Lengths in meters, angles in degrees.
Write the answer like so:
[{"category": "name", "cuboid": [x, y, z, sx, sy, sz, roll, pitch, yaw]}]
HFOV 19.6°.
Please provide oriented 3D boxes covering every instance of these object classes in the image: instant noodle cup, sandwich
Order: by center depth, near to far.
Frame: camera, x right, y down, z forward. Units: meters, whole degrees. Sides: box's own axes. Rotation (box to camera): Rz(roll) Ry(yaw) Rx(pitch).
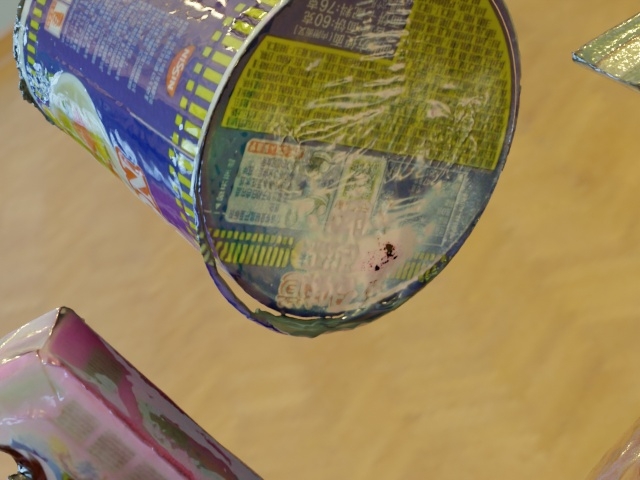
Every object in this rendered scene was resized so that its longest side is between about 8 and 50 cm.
[{"category": "instant noodle cup", "cuboid": [-0.061, -0.118, 1.338, 0.284, 0.284, 0.312, -43, 43, -17]}, {"category": "sandwich", "cuboid": [0.280, -0.125, 1.552, 0.079, 0.113, 0.163, 29, 43, 32]}]

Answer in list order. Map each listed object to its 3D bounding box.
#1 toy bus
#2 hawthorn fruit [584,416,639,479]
[{"category": "toy bus", "cuboid": [-0.135, 0.168, 1.328, 0.112, 0.274, 0.090, -39, 17, 27]}, {"category": "hawthorn fruit", "cuboid": [0.405, 0.272, 1.426, 0.472, 0.471, 0.472, -32, 20, 13]}]
